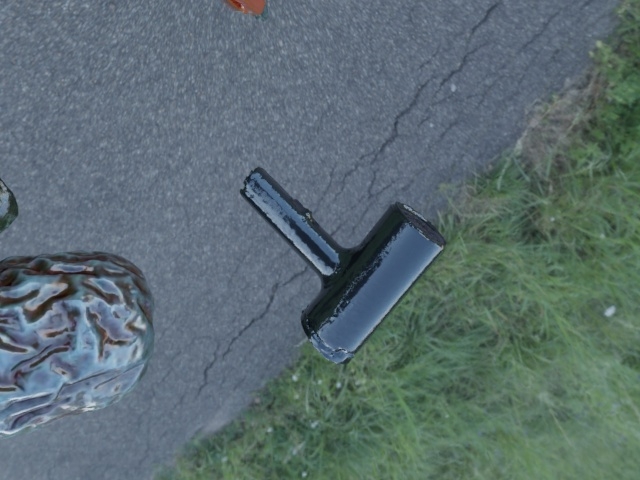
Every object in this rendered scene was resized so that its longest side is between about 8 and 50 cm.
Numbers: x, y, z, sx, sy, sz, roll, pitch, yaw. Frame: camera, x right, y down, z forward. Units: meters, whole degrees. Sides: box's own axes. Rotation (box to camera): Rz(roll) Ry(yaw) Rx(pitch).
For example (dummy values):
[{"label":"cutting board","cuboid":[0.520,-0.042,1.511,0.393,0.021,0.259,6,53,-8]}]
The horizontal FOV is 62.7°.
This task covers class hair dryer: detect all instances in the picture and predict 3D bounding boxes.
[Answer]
[{"label":"hair dryer","cuboid":[0.000,0.000,0.645,0.251,0.089,0.197,41,108,7]}]

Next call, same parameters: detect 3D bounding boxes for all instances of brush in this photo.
[{"label":"brush","cuboid":[-0.136,-0.425,0.886,0.051,0.323,0.070,9,97,5]}]

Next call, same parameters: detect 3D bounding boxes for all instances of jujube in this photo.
[{"label":"jujube","cuboid":[-0.368,0.127,0.659,0.317,0.226,0.226,-7,131,-36]}]

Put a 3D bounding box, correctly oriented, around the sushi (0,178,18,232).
[{"label":"sushi","cuboid":[-0.810,-0.135,1.122,0.211,0.171,0.350,7,128,16]}]
